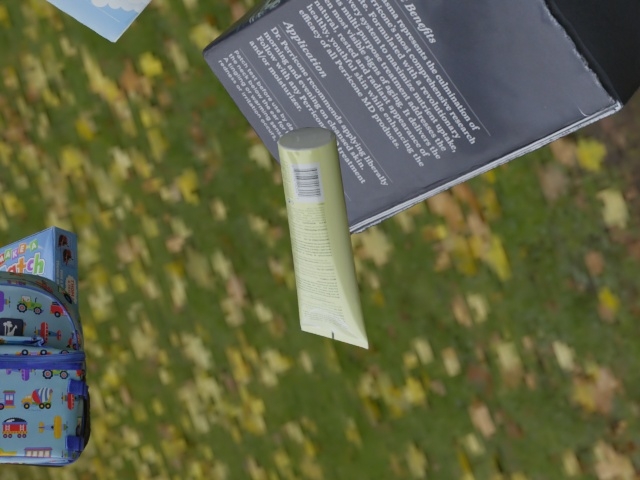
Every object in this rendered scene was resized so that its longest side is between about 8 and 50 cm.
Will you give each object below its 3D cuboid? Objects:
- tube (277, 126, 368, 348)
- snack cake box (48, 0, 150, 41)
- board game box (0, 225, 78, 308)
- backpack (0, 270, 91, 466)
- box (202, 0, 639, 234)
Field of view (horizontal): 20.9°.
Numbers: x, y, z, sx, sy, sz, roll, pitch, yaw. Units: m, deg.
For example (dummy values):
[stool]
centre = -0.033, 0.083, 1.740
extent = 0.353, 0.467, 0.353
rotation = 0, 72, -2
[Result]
[tube]
centre = 0.000, 0.000, 1.823
extent = 0.070, 0.062, 0.240
rotation = -114, 15, -64
[snack cake box]
centre = -0.315, -0.363, 1.991
extent = 0.264, 0.089, 0.152
rotation = 31, -149, -26
[board game box]
centre = -0.304, 0.109, 1.711
extent = 0.160, 0.039, 0.212
rotation = -19, 65, 35
[backpack]
centre = -0.277, 0.110, 1.527
extent = 0.117, 0.158, 0.173
rotation = 155, 120, -72
[box]
centre = 0.202, -0.300, 2.024
extent = 0.471, 0.480, 0.297
rotation = -23, 108, 47
